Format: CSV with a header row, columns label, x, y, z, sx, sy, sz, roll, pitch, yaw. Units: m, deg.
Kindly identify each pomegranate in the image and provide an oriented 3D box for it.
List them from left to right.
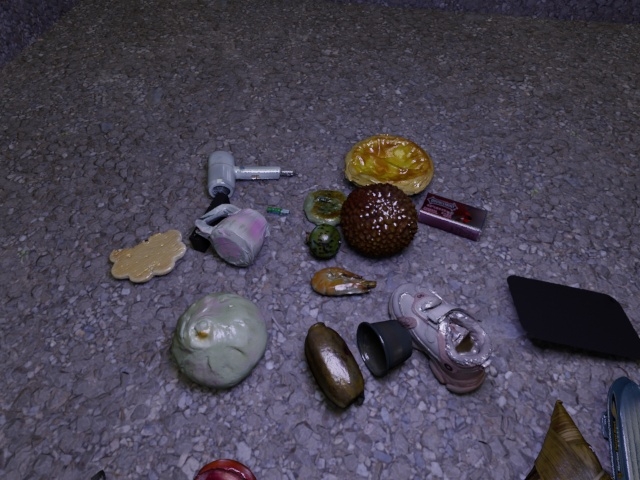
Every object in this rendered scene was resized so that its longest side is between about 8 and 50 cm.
label,x,y,z,sx,sy,sz,roll,pitch,yaw
pomegranate,0.000,0.000,1.363,0.162,0.122,0.122,9,51,36

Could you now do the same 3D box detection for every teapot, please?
label,x,y,z,sx,sy,sz,roll,pitch,yaw
teapot,-0.286,-0.024,1.362,0.222,0.163,0.178,9,42,24

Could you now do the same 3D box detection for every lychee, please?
label,x,y,z,sx,sy,sz,roll,pitch,yaw
lychee,0.193,-0.076,1.320,0.268,0.267,0.267,0,54,0

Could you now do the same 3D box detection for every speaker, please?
label,x,y,z,sx,sy,sz,roll,pitch,yaw
speaker,-0.388,-0.067,1.429,0.044,0.082,0.218,15,55,11

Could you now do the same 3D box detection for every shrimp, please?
label,x,y,z,sx,sy,sz,roll,pitch,yaw
shrimp,0.077,0.130,1.303,0.217,0.051,0.115,1,52,5

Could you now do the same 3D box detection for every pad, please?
label,x,y,z,sx,sy,sz,roll,pitch,yaw
pad,0.745,0.261,1.186,0.376,0.063,0.314,12,41,-1

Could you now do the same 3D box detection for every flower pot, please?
label,x,y,z,sx,sy,sz,roll,pitch,yaw
flower pot,0.186,0.293,1.129,0.107,0.157,0.157,-12,54,-22

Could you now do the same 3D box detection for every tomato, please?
label,x,y,z,sx,sy,sz,roll,pitch,yaw
tomato,-0.219,0.597,0.944,0.173,0.099,0.189,24,97,3

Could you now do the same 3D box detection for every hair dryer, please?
label,x,y,z,sx,sy,sz,roll,pitch,yaw
hair dryer,-0.259,-0.258,1.568,0.358,0.107,0.173,-3,57,-9

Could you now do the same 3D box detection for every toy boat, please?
label,x,y,z,sx,sy,sz,roll,pitch,yaw
toy boat,0.771,0.482,0.992,0.114,0.122,0.296,17,56,5

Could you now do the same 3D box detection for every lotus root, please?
label,x,y,z,sx,sy,sz,roll,pitch,yaw
lotus root,0.032,0.343,1.102,0.123,0.124,0.241,-20,56,-26

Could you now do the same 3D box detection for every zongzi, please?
label,x,y,z,sx,sy,sz,roll,pitch,yaw
zongzi,0.528,0.540,0.944,0.286,0.134,0.288,-6,55,-7

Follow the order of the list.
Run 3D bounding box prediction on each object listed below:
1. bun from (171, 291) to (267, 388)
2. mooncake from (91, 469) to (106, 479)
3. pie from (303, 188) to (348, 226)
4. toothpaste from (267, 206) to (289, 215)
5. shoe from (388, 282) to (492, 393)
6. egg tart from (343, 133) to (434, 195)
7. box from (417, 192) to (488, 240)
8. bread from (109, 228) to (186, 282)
label,x,y,z,sx,sy,sz,roll,pitch,yaw
bun,-0.290,0.259,1.134,0.284,0.179,0.283,0,51,0
mooncake,-0.416,0.650,0.928,0.347,0.057,0.150,39,79,19
pie,0.026,-0.127,1.493,0.187,0.041,0.186,-1,54,1
toothpaste,-0.157,-0.108,1.494,0.083,0.020,0.017,9,57,7
shoe,0.345,0.237,1.129,0.172,0.198,0.351,-29,60,-20
egg tart,0.260,-0.269,1.537,0.342,0.132,0.341,0,54,-1
box,0.472,-0.088,1.444,0.224,0.069,0.120,22,57,17
bread,-0.581,0.062,1.366,0.251,0.039,0.181,-23,58,-15
